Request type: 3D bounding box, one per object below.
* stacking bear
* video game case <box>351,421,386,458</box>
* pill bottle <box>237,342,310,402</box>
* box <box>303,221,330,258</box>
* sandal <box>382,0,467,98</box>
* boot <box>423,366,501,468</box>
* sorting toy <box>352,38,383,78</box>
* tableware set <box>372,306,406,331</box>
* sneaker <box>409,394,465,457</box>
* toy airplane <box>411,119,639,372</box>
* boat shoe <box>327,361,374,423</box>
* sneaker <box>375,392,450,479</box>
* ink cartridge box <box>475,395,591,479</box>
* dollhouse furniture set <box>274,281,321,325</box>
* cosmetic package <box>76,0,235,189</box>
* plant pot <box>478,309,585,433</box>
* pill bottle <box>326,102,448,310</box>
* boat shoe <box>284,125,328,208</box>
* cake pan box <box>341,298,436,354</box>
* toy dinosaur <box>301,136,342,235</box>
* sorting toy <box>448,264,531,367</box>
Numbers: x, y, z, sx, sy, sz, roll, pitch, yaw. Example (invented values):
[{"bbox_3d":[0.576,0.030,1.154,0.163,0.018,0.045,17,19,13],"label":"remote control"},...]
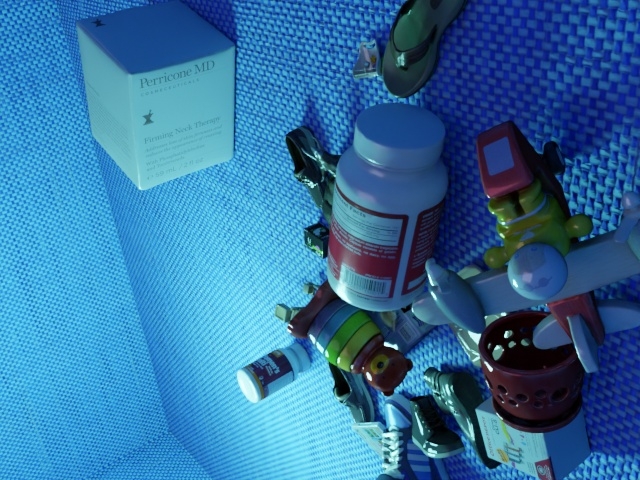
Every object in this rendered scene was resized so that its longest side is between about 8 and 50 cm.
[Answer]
[{"bbox_3d":[0.089,0.256,1.700,0.289,0.175,0.164,38,171,22],"label":"stacking bear"},{"bbox_3d":[0.180,0.583,1.996,0.157,0.019,0.143,47,148,-10],"label":"video game case"},{"bbox_3d":[-0.148,0.422,2.235,0.121,0.221,0.121,36,139,39],"label":"pill bottle"},{"bbox_3d":[0.000,0.000,1.873,0.083,0.052,0.062,35,139,42],"label":"box"},{"bbox_3d":[0.175,-0.394,1.290,0.120,0.086,0.303,52,147,20],"label":"sandal"},{"bbox_3d":[0.343,0.412,1.645,0.247,0.083,0.161,65,161,-1],"label":"boot"},{"bbox_3d":[0.106,-0.383,1.453,0.083,0.045,0.075,11,113,54],"label":"sorting toy"},{"bbox_3d":[0.141,0.134,1.660,0.168,0.020,0.141,34,136,39],"label":"tableware set"},{"bbox_3d":[0.274,0.455,1.700,0.222,0.083,0.118,172,87,-71],"label":"sneaker"},{"bbox_3d":[0.367,0.046,1.114,0.384,0.272,0.386,26,115,16],"label":"toy airplane"},{"bbox_3d":[0.082,0.437,2.020,0.103,0.092,0.285,13,123,49],"label":"boat shoe"},{"bbox_3d":[0.194,0.598,1.824,0.130,0.236,0.323,-25,91,59],"label":"sneaker"},{"bbox_3d":[0.434,0.389,1.417,0.176,0.127,0.128,6,117,56],"label":"ink cartridge box"},{"bbox_3d":[-0.032,0.181,2.048,0.182,0.101,0.161,26,107,47],"label":"dollhouse furniture set"},{"bbox_3d":[-0.470,-0.428,2.011,0.327,0.329,0.394,44,144,32],"label":"cosmetic package"},{"bbox_3d":[0.407,0.254,1.311,0.191,0.191,0.174,19,134,50],"label":"plant pot"},{"bbox_3d":[0.138,-0.066,1.443,0.229,0.229,0.408,41,141,34],"label":"pill bottle"},{"bbox_3d":[-0.037,-0.180,1.778,0.080,0.073,0.224,0,111,57],"label":"boat shoe"},{"bbox_3d":[0.153,0.178,1.754,0.246,0.070,0.267,52,147,16],"label":"cake pan box"},{"bbox_3d":[0.054,-0.095,1.693,0.160,0.121,0.314,48,152,47],"label":"toy dinosaur"},{"bbox_3d":[0.342,0.164,1.492,0.208,0.038,0.193,55,148,8],"label":"sorting toy"}]
